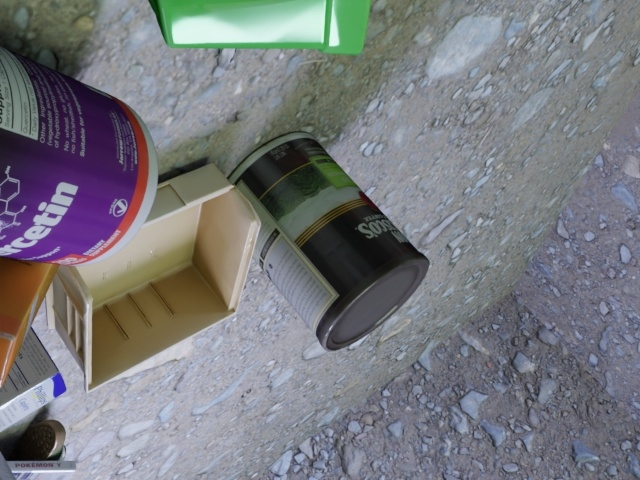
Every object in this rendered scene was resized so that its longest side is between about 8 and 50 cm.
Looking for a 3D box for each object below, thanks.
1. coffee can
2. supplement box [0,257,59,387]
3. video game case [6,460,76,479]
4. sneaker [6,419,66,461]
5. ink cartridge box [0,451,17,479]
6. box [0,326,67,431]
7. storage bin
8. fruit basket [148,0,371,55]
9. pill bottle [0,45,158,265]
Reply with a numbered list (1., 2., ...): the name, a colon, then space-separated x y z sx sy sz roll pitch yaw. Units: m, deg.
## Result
1. coffee can: 0.000 0.000 1.211 0.201 0.275 0.201 -35 158 -16
2. supplement box: -0.325 0.043 0.829 0.233 0.078 0.080 -88 -160 -56
3. video game case: -0.547 0.431 1.365 0.183 0.023 0.201 13 134 -40
4. sneaker: -0.486 0.369 1.410 0.192 0.064 0.086 -46 160 28
5. ink cartridge box: -0.483 0.390 1.080 0.165 0.333 0.065 -35 158 -10
6. box: -0.426 0.175 1.042 0.137 0.126 0.072 -31 155 -23
7. storage bin: -0.238 0.048 1.116 0.262 0.123 0.260 -27 155 -31
8. fruit basket: 0.023 -0.330 0.593 0.392 0.283 0.392 -20 154 -10
9. pill bottle: -0.299 -0.079 0.686 0.181 0.181 0.323 -46 158 12
